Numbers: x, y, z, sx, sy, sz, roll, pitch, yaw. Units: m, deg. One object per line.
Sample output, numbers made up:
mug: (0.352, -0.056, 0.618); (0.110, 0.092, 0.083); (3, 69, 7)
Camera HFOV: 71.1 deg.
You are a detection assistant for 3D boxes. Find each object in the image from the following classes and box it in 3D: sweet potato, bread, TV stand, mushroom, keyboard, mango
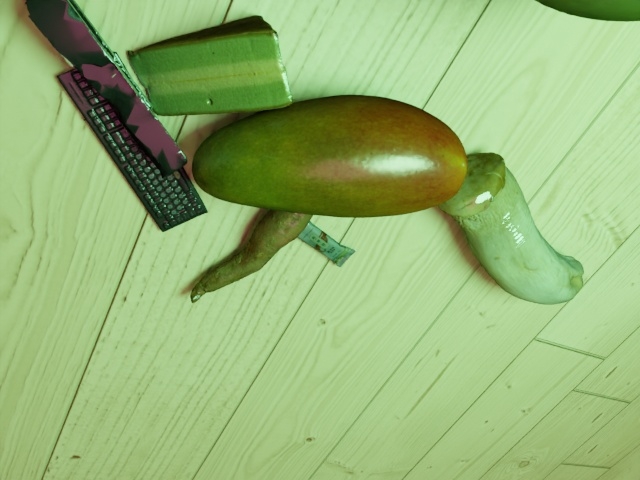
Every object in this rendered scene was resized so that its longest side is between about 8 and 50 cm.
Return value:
sweet potato: (-0.086, 0.013, 0.572); (0.214, 0.050, 0.050); (-40, 125, 19)
bread: (-0.106, -0.156, 0.427); (0.140, 0.084, 0.073); (-16, 127, -5)
TV stand: (-0.208, -0.166, 0.404); (0.036, 0.042, 0.249); (-33, 123, -2)
mushroom: (0.288, 0.005, 0.655); (0.351, 0.095, 0.122); (36, 90, -35)
keyboard: (-0.195, -0.095, 0.486); (0.064, 0.010, 0.197); (-24, 127, -3)
mango: (0.011, -0.085, 0.472); (0.290, 0.146, 0.129); (-7, 120, -11)

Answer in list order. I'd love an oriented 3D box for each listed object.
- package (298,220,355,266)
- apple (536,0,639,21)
package: (0.000, 0.000, 0.608); (0.110, 0.015, 0.037); (34, 113, -31)
apple: (0.246, -0.325, 0.279); (0.358, 0.357, 0.356); (-8, 125, -12)
